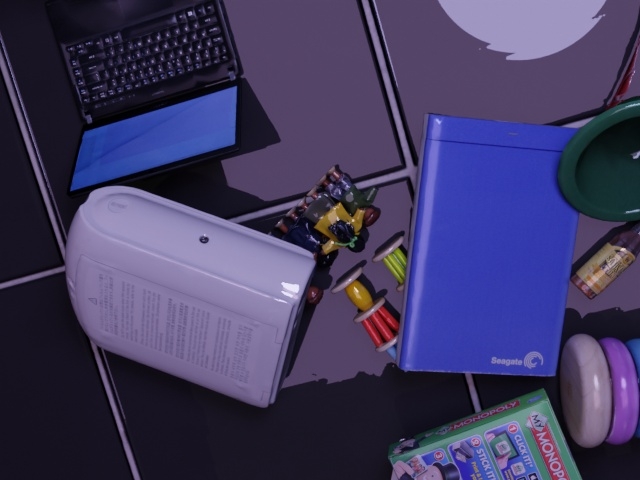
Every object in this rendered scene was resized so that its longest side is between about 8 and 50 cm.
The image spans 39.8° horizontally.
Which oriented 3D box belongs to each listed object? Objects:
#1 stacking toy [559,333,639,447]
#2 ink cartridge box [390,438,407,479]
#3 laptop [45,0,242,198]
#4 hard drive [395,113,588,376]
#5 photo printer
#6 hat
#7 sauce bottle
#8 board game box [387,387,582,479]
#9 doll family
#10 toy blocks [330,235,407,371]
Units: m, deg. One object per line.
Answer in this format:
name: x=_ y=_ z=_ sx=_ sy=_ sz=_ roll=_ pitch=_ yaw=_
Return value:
stacking toy: x=0.475 y=0.181 z=1.099 sx=0.330 sy=0.141 sz=0.141 roll=-2 pitch=99 yaw=1
ink cartridge box: x=0.191 y=0.345 z=1.183 sx=0.198 sy=0.067 sz=0.115 roll=11 pitch=101 yaw=6
laptop: x=-0.231 y=-0.214 z=1.120 sx=0.234 sy=0.136 sz=0.264 roll=-15 pitch=97 yaw=9
hard drive: x=0.216 y=0.010 z=1.114 sx=0.210 sy=0.040 sz=0.319 roll=4 pitch=100 yaw=-10
photo printer: x=-0.175 y=0.070 z=1.121 sx=0.307 sy=0.107 sz=0.256 roll=19 pitch=137 yaw=5
hat: x=0.385 y=-0.154 z=1.103 sx=0.173 sy=0.184 sz=0.208 roll=33 pitch=126 yaw=-23
sauce bottle: x=0.375 y=0.018 z=1.119 sx=0.042 sy=0.042 sz=0.128 roll=42 pitch=102 yaw=0
board game box: x=0.245 y=0.371 z=1.123 sx=0.213 sy=0.046 sz=0.317 roll=-22 pitch=97 yaw=9
doll family: x=0.000 y=0.000 z=1.157 sx=0.111 sy=0.076 sz=0.193 roll=44 pitch=107 yaw=-5
toy blocks: x=0.105 y=0.087 z=1.162 sx=0.123 sy=0.054 sz=0.148 roll=-37 pitch=94 yaw=10
